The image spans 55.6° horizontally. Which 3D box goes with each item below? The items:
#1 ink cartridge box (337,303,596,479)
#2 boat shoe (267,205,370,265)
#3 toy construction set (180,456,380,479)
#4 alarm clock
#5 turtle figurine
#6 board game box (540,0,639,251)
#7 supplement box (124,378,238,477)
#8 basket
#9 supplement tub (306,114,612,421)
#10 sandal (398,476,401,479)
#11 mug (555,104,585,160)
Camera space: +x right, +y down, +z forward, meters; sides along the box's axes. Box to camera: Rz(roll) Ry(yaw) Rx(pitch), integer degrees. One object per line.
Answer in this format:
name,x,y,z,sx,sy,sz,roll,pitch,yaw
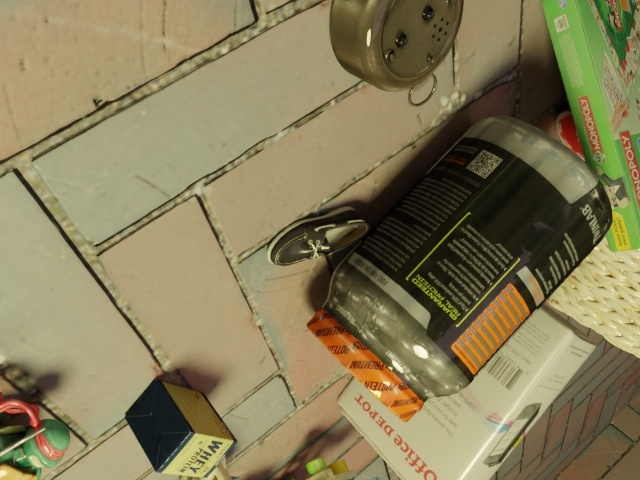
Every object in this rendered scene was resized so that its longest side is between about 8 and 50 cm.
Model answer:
ink cartridge box,0.203,0.195,0.885,0.131,0.226,0.306,21,106,-49
boat shoe,0.000,0.000,0.678,0.125,0.038,0.046,-22,134,-30
toy construction set,-0.072,0.390,0.841,0.215,0.151,0.328,-38,139,27
alarm clock,0.083,-0.196,0.581,0.129,0.064,0.192,-45,145,-6
turtle figurine,-0.291,0.224,0.523,0.234,0.118,0.175,-33,126,4
board game box,0.401,-0.165,0.761,0.214,0.046,0.317,-16,91,-30
supplement box,-0.152,0.207,0.666,0.056,0.083,0.083,-49,143,2
basket,0.600,0.036,1.013,0.328,0.331,0.266,-26,144,-53
supplement tub,0.156,0.035,0.722,0.338,0.207,0.207,-45,142,-5
sandal,0.227,0.386,1.207,0.240,0.088,0.079,-28,106,-35
mug,0.447,-0.184,0.886,0.169,0.113,0.150,-37,107,-9
